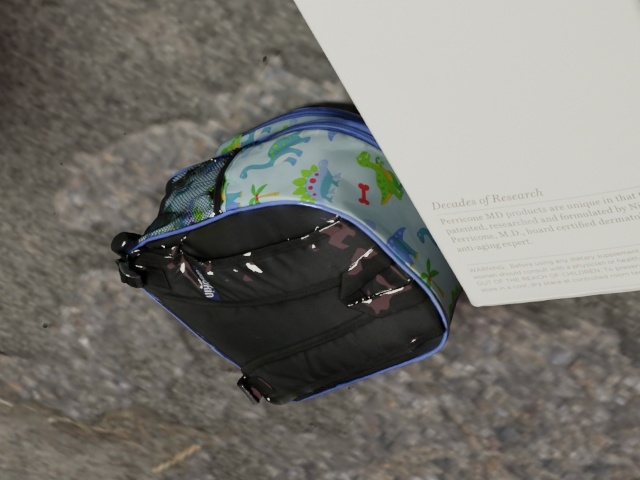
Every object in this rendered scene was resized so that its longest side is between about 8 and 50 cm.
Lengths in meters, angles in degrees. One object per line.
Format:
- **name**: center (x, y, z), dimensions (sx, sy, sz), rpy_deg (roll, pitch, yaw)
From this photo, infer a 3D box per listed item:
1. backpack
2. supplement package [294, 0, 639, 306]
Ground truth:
- **backpack**: center (0.000, 0.000, 0.719), dimensions (0.114, 0.084, 0.105), rpy_deg (-17, 127, 43)
- **supplement package**: center (0.070, -0.080, 0.584), dimensions (0.105, 0.105, 0.179), rpy_deg (-8, 133, 31)
